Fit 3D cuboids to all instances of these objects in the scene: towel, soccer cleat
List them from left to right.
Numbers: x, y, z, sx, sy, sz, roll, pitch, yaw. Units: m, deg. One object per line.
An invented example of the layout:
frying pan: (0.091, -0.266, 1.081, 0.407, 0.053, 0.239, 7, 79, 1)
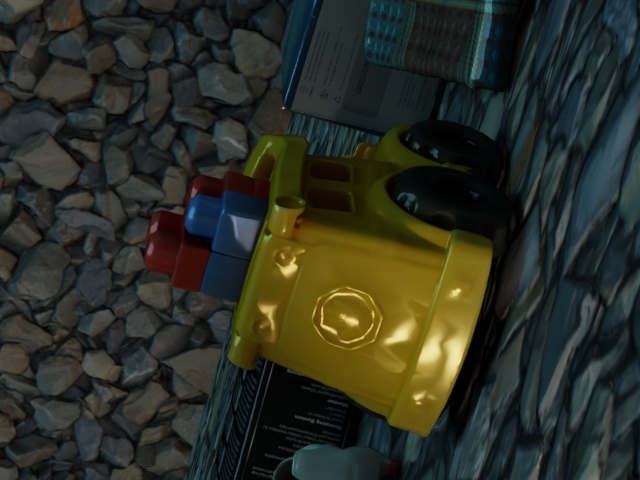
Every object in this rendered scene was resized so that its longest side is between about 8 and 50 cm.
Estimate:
soccer cleat: (-0.001, 0.182, 1.370, 0.196, 0.076, 0.068, 118, 165, -67)
towel: (0.095, -0.301, 1.360, 0.271, 0.040, 0.370, -149, 64, -73)

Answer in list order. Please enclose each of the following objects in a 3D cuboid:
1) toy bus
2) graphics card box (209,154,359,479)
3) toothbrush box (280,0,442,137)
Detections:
toy bus: (0.000, 0.000, 1.187, 0.220, 0.211, 0.149, -85, 10, -66)
graphics card box: (-0.019, 0.114, 1.626, 0.233, 0.094, 0.371, -144, 68, -84)
toothbrush box: (0.052, -0.229, 1.664, 0.295, 0.126, 0.216, -91, 17, -73)
